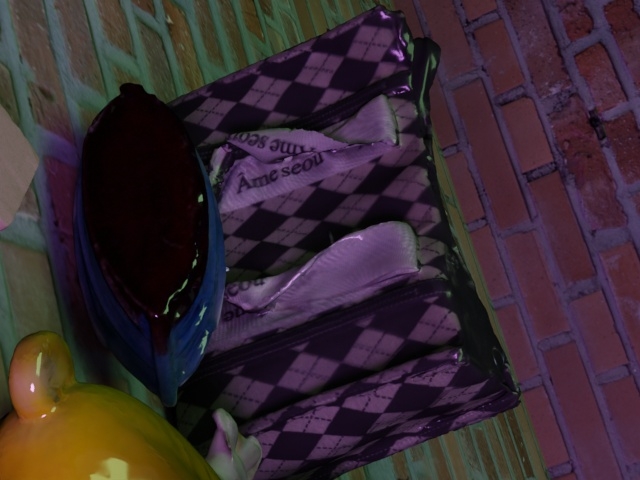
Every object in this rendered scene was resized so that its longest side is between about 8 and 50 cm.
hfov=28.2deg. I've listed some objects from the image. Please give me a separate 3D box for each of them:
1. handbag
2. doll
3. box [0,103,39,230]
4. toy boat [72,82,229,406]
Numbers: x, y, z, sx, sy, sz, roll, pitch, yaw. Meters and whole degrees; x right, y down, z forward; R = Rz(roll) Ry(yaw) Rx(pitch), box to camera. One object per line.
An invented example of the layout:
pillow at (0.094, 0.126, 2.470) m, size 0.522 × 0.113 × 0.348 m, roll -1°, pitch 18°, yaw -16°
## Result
handbag at (0.000, 0.000, 1.206) m, size 0.180 × 0.317 × 0.416 m, roll 35°, pitch 36°, yaw -48°
doll at (-0.087, 0.273, 0.833) m, size 0.348 × 0.161 × 0.423 m, roll 15°, pitch 64°, yaw -69°
box at (-0.259, -0.051, 0.931) m, size 0.089 × 0.062 × 0.122 m, roll 58°, pitch 21°, yaw -28°
toy boat at (-0.149, -0.001, 1.114) m, size 0.142 × 0.129 × 0.309 m, roll 94°, pitch -13°, yaw -59°
